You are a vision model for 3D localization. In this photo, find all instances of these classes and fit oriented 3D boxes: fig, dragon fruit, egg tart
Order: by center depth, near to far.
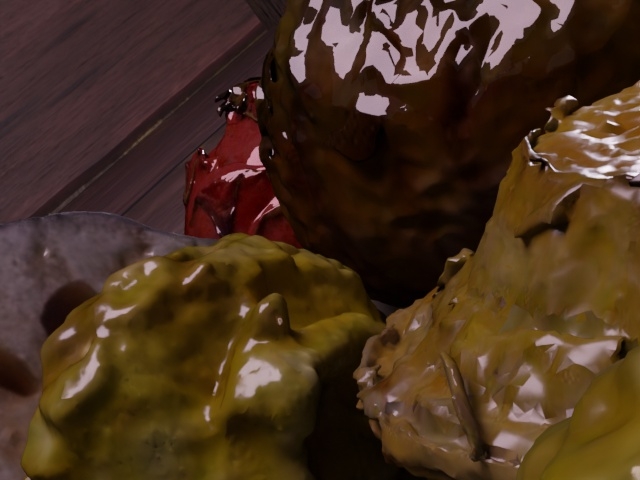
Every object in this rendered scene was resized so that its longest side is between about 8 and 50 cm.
[{"bbox_3d":[0.152,0.005,0.655,0.295,0.116,0.295,-10,14,3],"label":"egg tart"},{"bbox_3d":[0.083,-0.148,0.997,0.286,0.368,0.286,-18,-4,-1],"label":"fig"},{"bbox_3d":[0.000,0.000,1.169,0.172,0.209,0.172,-8,-22,-3],"label":"dragon fruit"}]

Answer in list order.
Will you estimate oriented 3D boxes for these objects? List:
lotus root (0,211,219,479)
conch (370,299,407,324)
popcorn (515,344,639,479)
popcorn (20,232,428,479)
[{"bbox_3d":[-0.120,0.123,0.920,0.272,0.272,0.192,-44,-1,-34],"label":"lotus root"},{"bbox_3d":[0.005,0.054,1.030,0.094,0.176,0.104,-62,-15,24],"label":"conch"},{"bbox_3d":[0.144,0.075,0.389,0.233,0.192,0.266,-32,-13,32],"label":"popcorn"},{"bbox_3d":[-0.029,0.091,0.758,0.155,0.197,0.197,24,55,40],"label":"popcorn"}]
